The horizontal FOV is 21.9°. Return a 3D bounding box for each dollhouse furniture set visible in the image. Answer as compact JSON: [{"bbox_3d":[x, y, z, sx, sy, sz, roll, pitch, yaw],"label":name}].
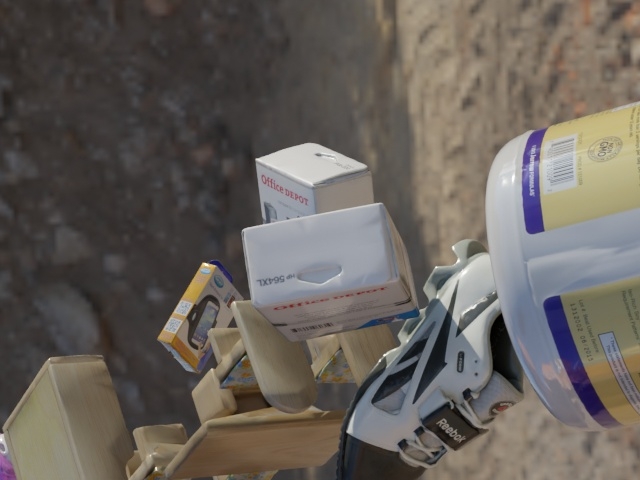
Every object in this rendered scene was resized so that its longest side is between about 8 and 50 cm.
[{"bbox_3d":[-0.126,0.271,1.899,0.362,0.394,0.256,-51,50,43],"label":"dollhouse furniture set"}]

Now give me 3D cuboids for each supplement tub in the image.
[{"bbox_3d":[0.314,-0.002,1.229,0.241,0.331,0.241,47,-144,-50],"label":"supplement tub"}]

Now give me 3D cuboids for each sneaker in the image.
[{"bbox_3d":[0.136,0.168,1.775,0.146,0.122,0.330,28,91,41],"label":"sneaker"}]

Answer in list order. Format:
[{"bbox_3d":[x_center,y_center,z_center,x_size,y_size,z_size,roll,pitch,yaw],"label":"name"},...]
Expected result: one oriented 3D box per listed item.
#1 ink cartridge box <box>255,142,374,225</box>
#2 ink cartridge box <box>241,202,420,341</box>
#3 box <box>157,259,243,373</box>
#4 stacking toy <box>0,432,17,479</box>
[{"bbox_3d":[0.000,0.000,2.133,0.158,0.092,0.217,27,127,55],"label":"ink cartridge box"},{"bbox_3d":[0.014,0.036,1.695,0.203,0.148,0.085,58,-158,-74],"label":"ink cartridge box"},{"bbox_3d":[-0.149,0.093,2.125,0.028,0.136,0.081,16,156,36],"label":"box"},{"bbox_3d":[-0.407,0.295,2.040,0.166,0.302,0.175,46,-175,8],"label":"stacking toy"}]
